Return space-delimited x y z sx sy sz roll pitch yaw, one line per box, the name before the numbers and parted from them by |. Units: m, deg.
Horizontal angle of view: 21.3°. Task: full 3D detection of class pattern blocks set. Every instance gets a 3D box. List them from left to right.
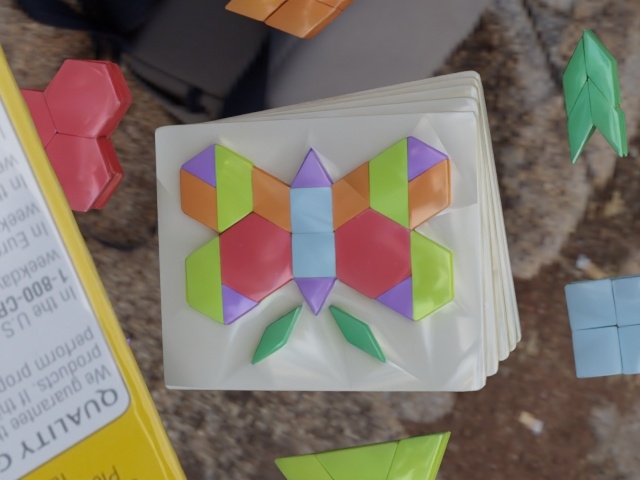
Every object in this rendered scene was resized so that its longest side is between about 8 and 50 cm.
pattern blocks set | 0.000 0.000 0.837 0.026 0.324 0.285 -5 78 -71

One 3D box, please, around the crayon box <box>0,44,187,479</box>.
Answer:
crayon box | -0.127 0.103 0.391 0.203 0.083 0.323 -31 118 -21
